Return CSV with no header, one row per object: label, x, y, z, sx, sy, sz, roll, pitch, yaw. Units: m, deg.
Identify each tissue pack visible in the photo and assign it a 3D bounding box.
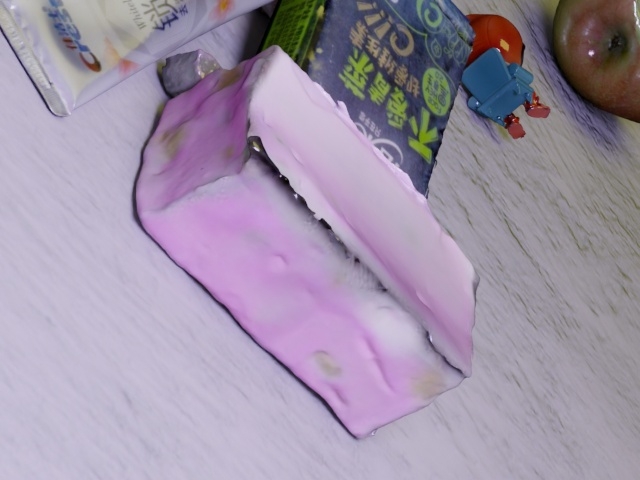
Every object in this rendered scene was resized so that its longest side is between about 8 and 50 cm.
tissue pack,0.032,-0.136,1.562,0.173,0.073,0.235,42,50,-30

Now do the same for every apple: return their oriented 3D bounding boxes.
apple,0.356,-0.229,2.201,0.188,0.174,0.207,-14,76,-43

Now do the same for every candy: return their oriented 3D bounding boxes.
candy,0.000,0.000,1.378,0.265,0.116,0.155,45,28,-25

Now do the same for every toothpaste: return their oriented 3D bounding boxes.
toothpaste,-0.111,-0.179,1.401,0.323,0.066,0.100,-32,93,-48

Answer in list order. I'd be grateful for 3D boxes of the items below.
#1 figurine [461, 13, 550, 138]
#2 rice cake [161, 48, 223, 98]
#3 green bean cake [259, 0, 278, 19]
figurine,0.178,-0.175,1.946,0.075,0.068,0.140,28,33,-41
rice cake,-0.043,-0.067,1.454,0.207,0.047,0.036,46,35,-24
green bean cake,-0.029,-0.249,1.662,0.135,0.056,0.136,-16,77,-60
